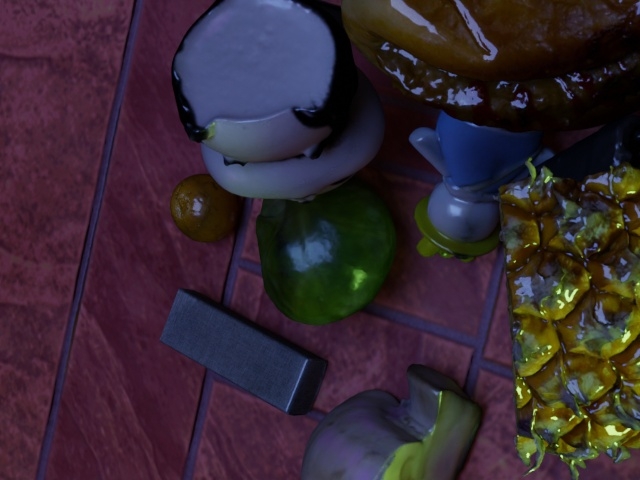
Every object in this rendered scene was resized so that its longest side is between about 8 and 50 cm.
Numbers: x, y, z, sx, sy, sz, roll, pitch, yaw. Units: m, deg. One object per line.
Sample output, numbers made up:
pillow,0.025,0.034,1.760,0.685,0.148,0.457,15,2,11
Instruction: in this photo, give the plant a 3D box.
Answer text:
plant,0.300,-0.029,1.498,0.256,0.164,0.141,-9,65,52

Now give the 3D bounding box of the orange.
orange,-0.133,-0.038,1.859,0.083,0.070,0.083,-1,89,47

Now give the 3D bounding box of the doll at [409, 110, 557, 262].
doll,0.156,-0.072,1.615,0.099,0.135,0.241,45,135,33

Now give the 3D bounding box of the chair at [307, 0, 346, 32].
chair,0.118,-0.255,1.664,0.327,0.183,0.175,21,104,-12

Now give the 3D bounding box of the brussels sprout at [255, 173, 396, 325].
brussels sprout,0.005,-0.001,1.722,0.161,0.144,0.180,157,106,-71

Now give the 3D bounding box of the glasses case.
glasses case,-0.090,0.126,1.838,0.205,0.047,0.070,26,99,33

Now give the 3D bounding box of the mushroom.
mushroom,0.036,0.234,1.677,0.173,0.162,0.236,25,101,31

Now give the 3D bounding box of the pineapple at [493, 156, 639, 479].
pineapple,0.298,0.093,1.346,0.286,0.344,0.209,-5,59,11

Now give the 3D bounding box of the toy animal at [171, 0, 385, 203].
toy animal,-0.035,-0.129,1.586,0.187,0.235,0.165,-8,62,11

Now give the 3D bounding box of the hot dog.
hot dog,0.233,-0.223,1.457,0.405,0.185,0.223,-25,79,-1
